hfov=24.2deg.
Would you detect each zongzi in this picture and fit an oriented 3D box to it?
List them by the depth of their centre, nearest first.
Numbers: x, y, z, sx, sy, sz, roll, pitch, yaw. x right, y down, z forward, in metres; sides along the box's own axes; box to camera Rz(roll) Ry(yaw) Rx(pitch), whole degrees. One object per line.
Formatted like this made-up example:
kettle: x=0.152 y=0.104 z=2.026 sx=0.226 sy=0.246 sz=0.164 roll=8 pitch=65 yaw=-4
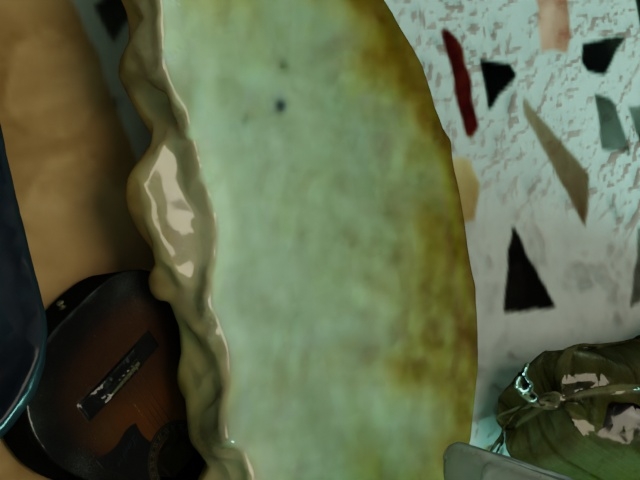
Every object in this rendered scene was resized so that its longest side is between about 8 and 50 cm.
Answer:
zongzi: x=0.153 y=0.060 z=0.790 sx=0.189 sy=0.081 sz=0.178 roll=27 pitch=43 yaw=-24

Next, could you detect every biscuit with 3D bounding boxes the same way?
biscuit: x=0.000 y=0.000 z=0.635 sx=0.204 sy=0.040 sz=0.309 roll=-16 pitch=94 yaw=-55

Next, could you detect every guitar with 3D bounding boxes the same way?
guitar: x=-0.043 y=0.117 z=0.602 sx=0.088 sy=0.025 sz=0.233 roll=-50 pitch=118 yaw=-38

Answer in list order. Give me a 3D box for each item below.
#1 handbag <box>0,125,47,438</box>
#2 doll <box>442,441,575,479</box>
handbag: x=-0.221 y=-0.049 z=0.324 sx=0.303 sy=0.122 sz=0.329 roll=-28 pitch=122 yaw=-43
doll: x=0.061 y=0.225 z=0.557 sx=0.271 sy=0.144 sz=0.208 roll=-58 pitch=138 yaw=-14
